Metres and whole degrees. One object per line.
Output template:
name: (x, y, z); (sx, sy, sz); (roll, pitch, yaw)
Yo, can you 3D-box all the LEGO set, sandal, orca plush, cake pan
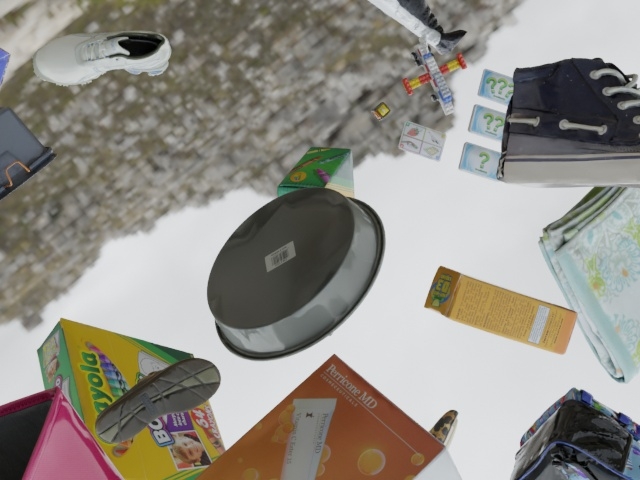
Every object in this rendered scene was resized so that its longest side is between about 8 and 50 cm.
LEGO set: (0.212, -0.218, 1.713); (0.060, 0.244, 0.182); (169, -63, -76)
sandal: (-0.269, 0.255, 1.720); (0.219, 0.090, 0.060); (-31, -153, -13)
orca plush: (0.137, -0.443, 1.798); (0.102, 0.287, 0.151); (-55, 180, 2)
cake pan: (-0.045, 0.036, 1.504); (0.293, 0.054, 0.293); (-23, -139, 22)

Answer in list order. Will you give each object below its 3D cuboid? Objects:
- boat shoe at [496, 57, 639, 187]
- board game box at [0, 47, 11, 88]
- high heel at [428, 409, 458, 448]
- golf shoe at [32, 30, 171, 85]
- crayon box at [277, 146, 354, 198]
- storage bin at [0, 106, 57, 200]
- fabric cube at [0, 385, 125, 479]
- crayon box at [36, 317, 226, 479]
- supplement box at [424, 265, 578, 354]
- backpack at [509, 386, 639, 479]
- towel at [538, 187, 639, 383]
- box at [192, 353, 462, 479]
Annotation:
boat shoe: (0.361, -0.142, 1.239); (0.341, 0.158, 0.127); (3, 180, 40)
board game box: (-0.794, -0.338, 2.026); (0.291, 0.232, 0.141); (1, -109, 35)
high heel: (0.122, 0.378, 1.910); (0.261, 0.186, 0.093); (-59, 163, 10)
golf shoe: (-0.277, -0.243, 1.333); (0.176, 0.069, 0.086); (-11, 176, -15)
crayon box: (0.000, 0.000, 1.786); (0.081, 0.278, 0.165); (6, -151, 18)
storage bin: (-0.430, -0.110, 1.380); (0.135, 0.091, 0.098); (-43, -154, -23)
fabric cube: (-0.279, 0.323, 0.846); (0.259, 0.258, 0.254); (-20, -152, 13)
crayon box: (-0.338, 0.336, 1.935); (0.106, 0.313, 0.363); (-47, -136, 22)
supplement box: (0.283, 0.110, 1.641); (0.078, 0.233, 0.080); (21, -85, 65)
backpack: (0.306, 0.265, 1.141); (0.117, 0.173, 0.158); (-58, 176, -46)
towel: (0.602, 0.041, 1.991); (0.320, 0.374, 0.090); (-39, -154, -14)
box: (-0.019, 0.346, 1.273); (0.345, 0.168, 0.215); (-41, -133, -15)
